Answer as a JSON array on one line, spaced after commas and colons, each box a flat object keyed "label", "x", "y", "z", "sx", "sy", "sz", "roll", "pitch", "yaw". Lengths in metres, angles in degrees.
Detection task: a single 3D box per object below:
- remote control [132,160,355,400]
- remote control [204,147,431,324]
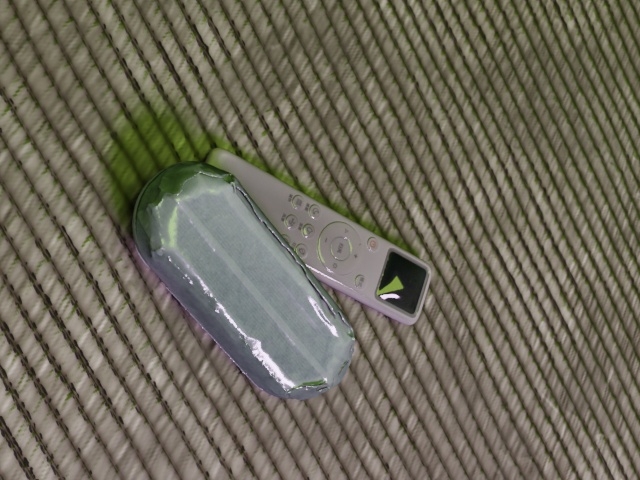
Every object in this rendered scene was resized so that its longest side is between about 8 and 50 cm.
[{"label": "remote control", "x": -0.060, "y": 0.038, "z": 0.905, "sx": 0.104, "sy": 0.052, "sz": 0.247, "roll": -49, "pitch": 116, "yaw": -19}, {"label": "remote control", "x": 0.000, "y": 0.000, "z": 0.974, "sx": 0.261, "sy": 0.029, "sz": 0.067, "roll": 29, "pitch": 70, "yaw": -27}]
